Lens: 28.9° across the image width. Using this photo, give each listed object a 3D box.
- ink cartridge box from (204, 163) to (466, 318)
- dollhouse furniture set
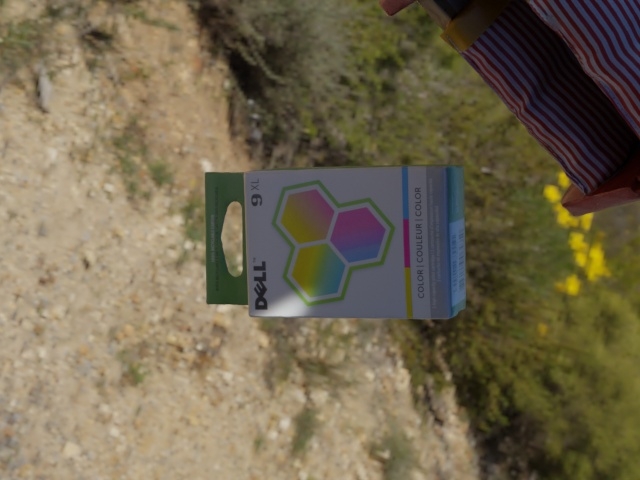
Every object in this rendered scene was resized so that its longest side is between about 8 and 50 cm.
[{"bbox_3d":[0.000,0.000,0.917,0.062,0.209,0.109,-15,104,-71],"label":"ink cartridge box"},{"bbox_3d":[0.227,-0.221,0.817,0.201,0.152,0.374,44,61,-14],"label":"dollhouse furniture set"}]
